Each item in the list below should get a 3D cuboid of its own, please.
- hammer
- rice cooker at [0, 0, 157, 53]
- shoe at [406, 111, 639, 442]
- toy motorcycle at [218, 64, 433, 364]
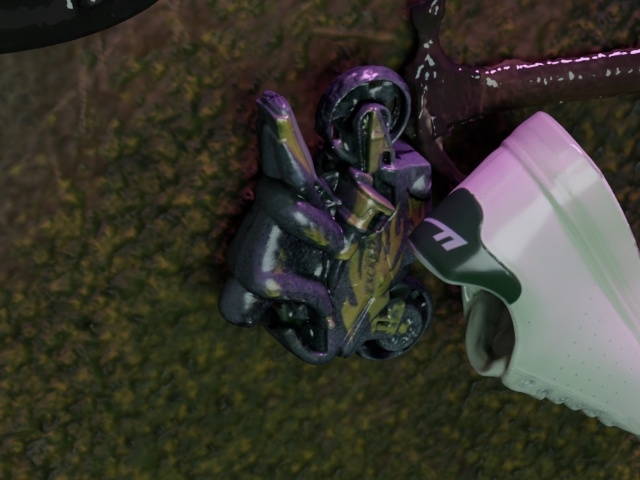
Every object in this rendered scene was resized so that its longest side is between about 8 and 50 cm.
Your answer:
[{"bbox_3d":[0.182,-0.094,1.090,0.297,0.027,0.125,-11,118,-18],"label":"hammer"},{"bbox_3d":[-0.139,-0.154,0.869,0.203,0.118,0.142,-13,119,-12],"label":"rice cooker"},{"bbox_3d":[0.132,0.047,1.091,0.110,0.095,0.265,-34,129,-4],"label":"shoe"},{"bbox_3d":[0.000,0.000,1.040,0.124,0.061,0.193,-23,130,-18],"label":"toy motorcycle"}]
